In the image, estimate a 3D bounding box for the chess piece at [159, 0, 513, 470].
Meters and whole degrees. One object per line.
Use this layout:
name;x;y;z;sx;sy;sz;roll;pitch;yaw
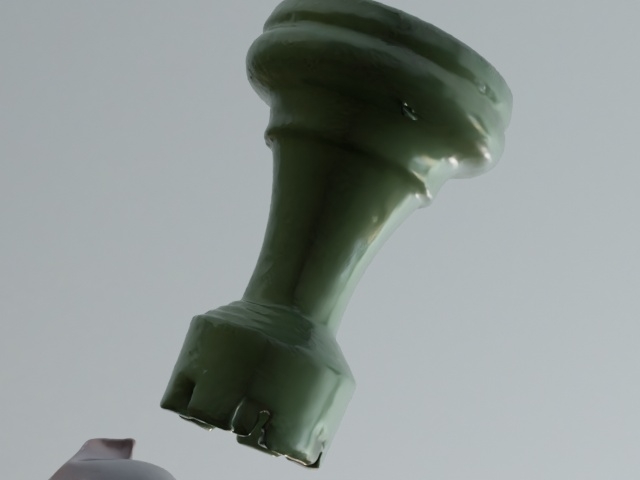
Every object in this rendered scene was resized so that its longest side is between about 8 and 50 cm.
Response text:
chess piece;0.000;0.000;1.088;0.194;0.299;0.194;21;-10;4

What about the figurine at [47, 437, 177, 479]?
figurine;-0.120;0.249;1.101;0.276;0.133;0.200;40;-6;43
